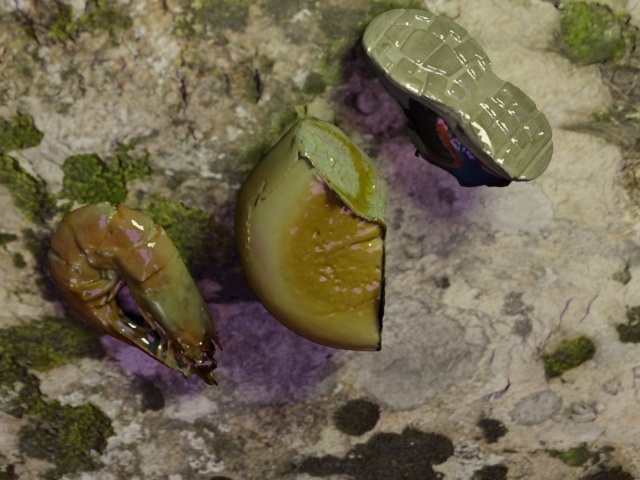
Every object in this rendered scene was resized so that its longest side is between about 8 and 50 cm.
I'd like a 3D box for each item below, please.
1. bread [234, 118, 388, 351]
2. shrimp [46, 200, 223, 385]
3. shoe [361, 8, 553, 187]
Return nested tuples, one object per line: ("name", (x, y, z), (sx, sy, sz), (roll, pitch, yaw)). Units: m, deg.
("bread", (-0.008, -0.010, 1.120), (0.156, 0.158, 0.261), (1, 120, 1))
("shrimp", (-0.191, 0.070, 1.177), (0.145, 0.061, 0.267), (-27, 124, 15))
("shoe", (0.127, -0.135, 1.111), (0.227, 0.125, 0.099), (42, 69, -3))
